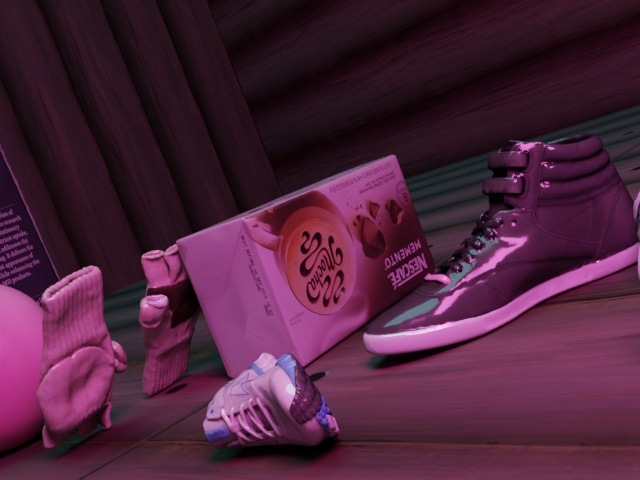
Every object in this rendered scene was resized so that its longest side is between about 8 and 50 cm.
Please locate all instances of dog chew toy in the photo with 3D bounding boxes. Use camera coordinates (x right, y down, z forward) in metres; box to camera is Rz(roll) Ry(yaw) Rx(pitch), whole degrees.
[{"bbox_3d":[-0.459,0.190,0.951,0.332,0.206,0.207,-34,12,-34],"label":"dog chew toy"}]

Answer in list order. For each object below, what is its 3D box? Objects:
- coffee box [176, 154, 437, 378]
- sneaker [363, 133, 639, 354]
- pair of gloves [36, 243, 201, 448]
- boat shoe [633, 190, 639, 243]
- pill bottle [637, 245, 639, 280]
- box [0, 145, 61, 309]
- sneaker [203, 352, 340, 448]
[{"bbox_3d":[-0.003,0.022,0.984,0.119,0.168,0.297,-16,7,40],"label":"coffee box"},{"bbox_3d":[0.154,-0.005,0.769,0.296,0.146,0.104,-23,8,-10],"label":"sneaker"},{"bbox_3d":[-0.207,0.110,0.905,0.042,0.204,0.240,23,26,26],"label":"pair of gloves"},{"bbox_3d":[0.399,-0.055,0.621,0.335,0.121,0.119,-30,8,33],"label":"boat shoe"},{"bbox_3d":[0.263,0.010,0.438,0.103,0.103,0.184,-24,6,-25],"label":"pill bottle"},{"bbox_3d":[-0.745,0.093,1.470,0.480,0.471,0.297,-19,6,24],"label":"box"},{"bbox_3d":[-0.046,0.134,0.636,0.083,0.071,0.191,-29,-1,-17],"label":"sneaker"}]
